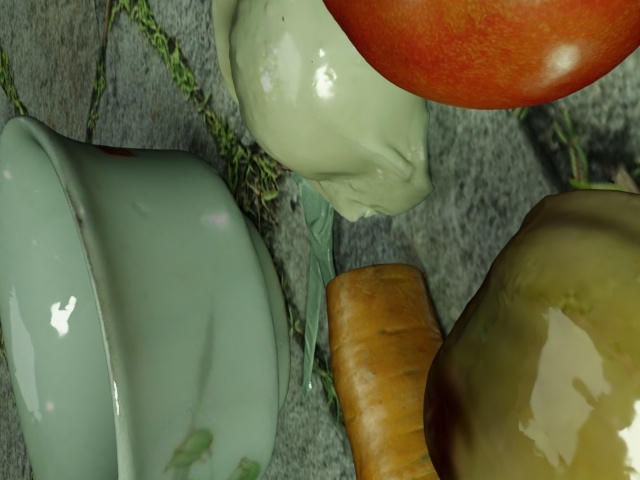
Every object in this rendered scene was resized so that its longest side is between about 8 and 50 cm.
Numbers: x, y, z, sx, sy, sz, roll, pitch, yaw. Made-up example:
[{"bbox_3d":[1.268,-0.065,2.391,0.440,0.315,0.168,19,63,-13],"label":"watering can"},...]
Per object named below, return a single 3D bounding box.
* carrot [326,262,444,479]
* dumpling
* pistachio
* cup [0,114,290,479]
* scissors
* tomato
[{"bbox_3d":[0.052,0.109,0.740,0.087,0.087,0.193,121,137,-52],"label":"carrot"},{"bbox_3d":[-0.009,-0.103,0.742,0.155,0.111,0.181,-17,75,50],"label":"dumpling"},{"bbox_3d":[0.129,0.082,0.545,0.165,0.130,0.210,-13,86,23],"label":"pistachio"},{"bbox_3d":[-0.127,0.071,0.970,0.347,0.163,0.347,171,90,-66],"label":"cup"},{"bbox_3d":[0.000,0.000,0.874,0.144,0.017,0.248,20,118,60],"label":"scissors"},{"bbox_3d":[0.078,-0.151,0.542,0.195,0.136,0.195,23,117,56],"label":"tomato"}]
